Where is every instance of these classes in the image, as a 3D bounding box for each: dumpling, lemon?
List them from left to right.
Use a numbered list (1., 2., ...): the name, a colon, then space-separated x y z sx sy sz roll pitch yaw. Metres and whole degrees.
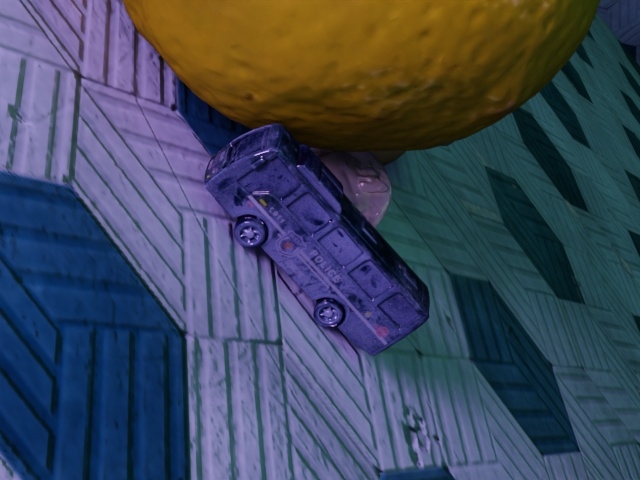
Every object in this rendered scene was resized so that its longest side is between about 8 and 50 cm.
1. dumpling: 0.017 -0.038 0.880 0.052 0.057 0.076 44 23 -26
2. lemon: 0.029 -0.209 0.802 0.336 0.336 0.336 44 23 -25

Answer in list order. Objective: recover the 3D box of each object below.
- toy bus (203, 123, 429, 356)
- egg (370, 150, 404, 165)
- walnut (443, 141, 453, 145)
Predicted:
1. toy bus: 0.000 0.000 0.779 0.166 0.065 0.047 47 23 -22
2. egg: 0.039 -0.096 0.985 0.096 0.080 0.080 25 36 -58
3. walnut: 0.069 -0.189 1.079 0.178 0.178 0.230 -4 71 -66
